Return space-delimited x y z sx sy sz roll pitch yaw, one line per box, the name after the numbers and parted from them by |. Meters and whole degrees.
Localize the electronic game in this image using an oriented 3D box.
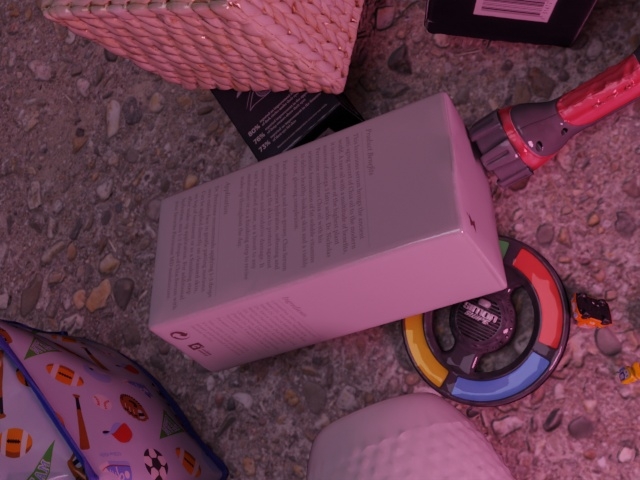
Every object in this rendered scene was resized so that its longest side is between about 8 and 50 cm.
0.214 0.104 1.144 0.229 0.048 0.229 -7 76 28 | electronic game

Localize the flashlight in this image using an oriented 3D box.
0.343 -0.181 1.103 0.304 0.103 0.103 -30 33 24 | flashlight

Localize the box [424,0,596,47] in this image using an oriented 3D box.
0.261 -0.488 1.080 0.212 0.293 0.395 8 82 6 | box

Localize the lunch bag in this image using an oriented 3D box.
-0.385 0.271 1.266 0.239 0.328 0.385 -46 64 7 | lunch bag

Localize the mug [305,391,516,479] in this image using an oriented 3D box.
0.077 0.381 1.022 0.374 0.276 0.328 -26 65 13 | mug

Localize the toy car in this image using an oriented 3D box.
0.344 0.125 1.072 0.040 0.060 0.122 -48 49 47 | toy car

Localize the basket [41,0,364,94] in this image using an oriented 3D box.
-0.137 -0.370 1.150 0.328 0.331 0.266 7 83 28 | basket

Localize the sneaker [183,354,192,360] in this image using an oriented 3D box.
-0.172 0.160 1.339 0.161 0.057 0.075 29 111 27 | sneaker

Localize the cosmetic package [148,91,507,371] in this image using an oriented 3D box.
0.000 0.000 1.179 0.453 0.161 0.230 -18 51 23 | cosmetic package

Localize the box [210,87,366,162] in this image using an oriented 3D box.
-0.054 -0.211 1.319 0.153 0.108 0.207 -40 64 14 | box
